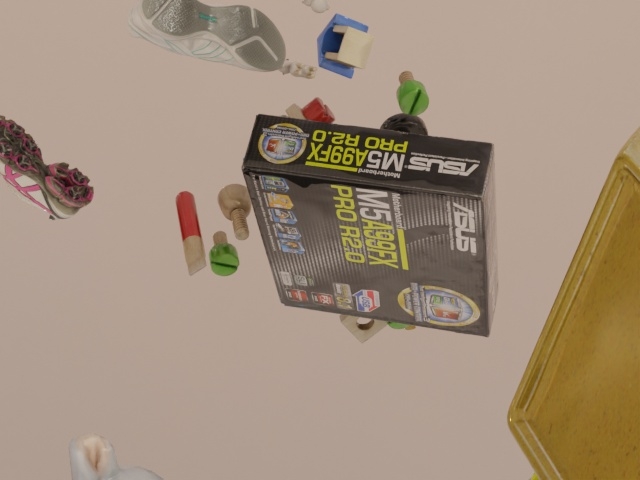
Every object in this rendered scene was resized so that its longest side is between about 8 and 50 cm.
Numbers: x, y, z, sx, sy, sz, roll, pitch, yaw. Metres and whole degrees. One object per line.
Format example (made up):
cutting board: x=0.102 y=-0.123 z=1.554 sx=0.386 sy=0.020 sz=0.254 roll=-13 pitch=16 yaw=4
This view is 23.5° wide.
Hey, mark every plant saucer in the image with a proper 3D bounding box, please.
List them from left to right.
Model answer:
plant saucer: x=0.235 y=0.098 z=1.015 sx=0.081 sy=0.333 sz=0.333 roll=7 pitch=-63 yaw=-23

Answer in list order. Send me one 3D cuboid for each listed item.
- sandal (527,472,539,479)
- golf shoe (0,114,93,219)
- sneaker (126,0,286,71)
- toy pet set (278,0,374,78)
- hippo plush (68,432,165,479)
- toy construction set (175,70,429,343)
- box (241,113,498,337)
sandal: x=0.255 y=0.236 z=1.440 sx=0.126 sy=0.317 sz=0.138 roll=41 pitch=-45 yaw=9
golf shoe: x=-0.387 y=-0.088 z=1.984 sx=0.186 sy=0.067 sz=0.086 roll=40 pitch=-50 yaw=-23
sneaker: x=-0.101 y=-0.185 z=1.365 sx=0.152 sy=0.054 sz=0.061 roll=16 pitch=-17 yaw=-30
toy pet set: x=-0.001 y=-0.230 z=1.663 sx=0.114 sy=0.122 sz=0.065 roll=17 pitch=2 yaw=-26
hippo plush: x=-0.166 y=0.263 z=0.989 sx=0.236 sy=0.294 sz=0.234 roll=-30 pitch=-56 yaw=2
toy construction set: x=0.000 y=0.000 z=1.738 sx=0.309 sy=0.237 sz=0.257 roll=-13 pitch=-51 yaw=-1
box: x=0.054 y=-0.008 z=1.433 sx=0.216 sy=0.060 sz=0.270 roll=9 pitch=-28 yaw=12
